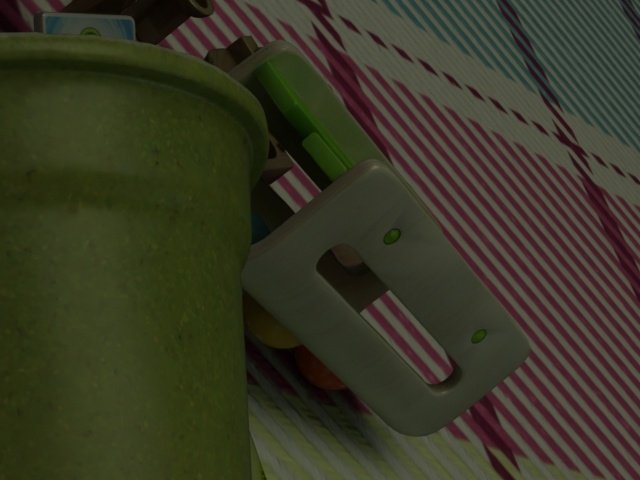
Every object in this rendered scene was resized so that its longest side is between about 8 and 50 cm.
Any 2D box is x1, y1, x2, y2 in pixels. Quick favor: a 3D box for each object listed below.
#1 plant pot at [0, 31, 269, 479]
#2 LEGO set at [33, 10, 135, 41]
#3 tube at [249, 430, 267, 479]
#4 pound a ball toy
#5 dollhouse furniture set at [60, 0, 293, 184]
[{"bbox_3d":[-0.132,0.091,0.759,0.276,0.276,0.254,15,57,-54],"label":"plant pot"},{"bbox_3d":[-0.191,-0.179,1.084,0.244,0.060,0.182,-3,91,-48],"label":"LEGO set"},{"bbox_3d":[-0.076,0.084,1.068,0.070,0.062,0.240,-14,71,-34],"label":"tube"},{"bbox_3d":[0.000,0.000,1.209,0.208,0.136,0.319,54,4,36],"label":"pound a ball toy"},{"bbox_3d":[-0.061,-0.129,1.283,0.151,0.123,0.144,59,25,9],"label":"dollhouse furniture set"}]
